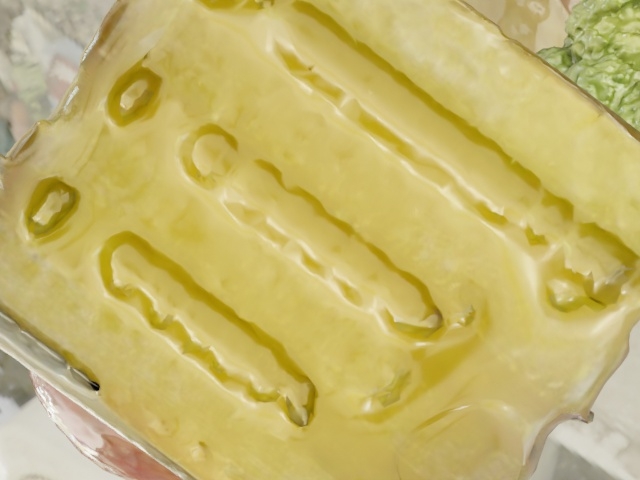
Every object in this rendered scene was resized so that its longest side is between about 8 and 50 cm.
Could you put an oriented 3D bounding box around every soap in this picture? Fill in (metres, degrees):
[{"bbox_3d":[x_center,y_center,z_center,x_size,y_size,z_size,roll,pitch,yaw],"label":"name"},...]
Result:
[{"bbox_3d":[0.000,0.000,0.560,0.281,0.259,0.143,38,-175,-5],"label":"soap"}]

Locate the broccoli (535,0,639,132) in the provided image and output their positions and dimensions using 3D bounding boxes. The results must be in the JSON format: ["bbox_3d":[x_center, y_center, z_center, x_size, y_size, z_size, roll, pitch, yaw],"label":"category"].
[{"bbox_3d":[0.257,-0.108,0.751,0.302,0.254,0.186,-37,99,9],"label":"broccoli"}]

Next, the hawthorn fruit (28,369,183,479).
[{"bbox_3d":[-0.066,0.063,0.809,0.284,0.284,0.284,25,132,31],"label":"hawthorn fruit"}]

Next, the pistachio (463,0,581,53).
[{"bbox_3d":[0.215,-0.173,1.202,0.181,0.162,0.293,16,124,41],"label":"pistachio"}]
